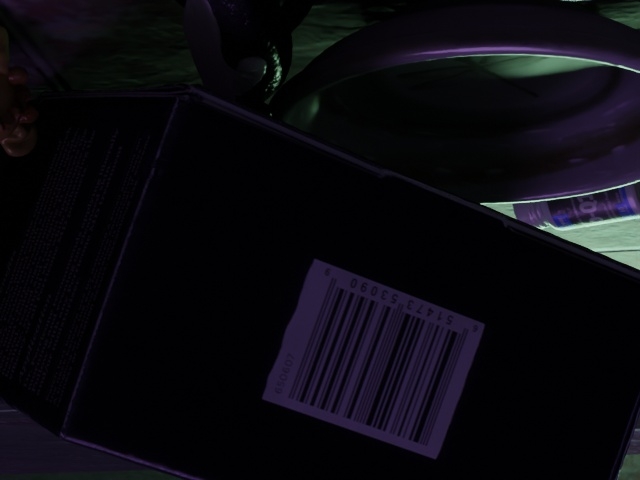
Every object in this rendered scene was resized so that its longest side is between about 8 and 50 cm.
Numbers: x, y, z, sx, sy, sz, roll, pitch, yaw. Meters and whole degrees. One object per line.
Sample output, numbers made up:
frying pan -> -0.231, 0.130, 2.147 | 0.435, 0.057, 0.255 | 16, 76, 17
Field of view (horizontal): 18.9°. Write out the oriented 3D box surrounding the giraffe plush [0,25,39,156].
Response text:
giraffe plush -> -0.344, -0.123, 1.690 | 0.170, 0.210, 0.181 | -26, 164, -14

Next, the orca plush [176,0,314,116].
orca plush -> -0.057, -0.198, 1.560 | 0.102, 0.151, 0.287 | -32, 149, -10

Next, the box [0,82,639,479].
box -> -0.034, 0.076, 1.722 | 0.479, 0.297, 0.472 | 21, 177, -22

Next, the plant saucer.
plant saucer -> 0.151, -0.136, 1.710 | 0.400, 0.101, 0.400 | 1, 163, 0

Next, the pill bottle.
pill bottle -> 0.274, -0.052, 2.017 | 0.137, 0.078, 0.078 | -10, 160, 28
